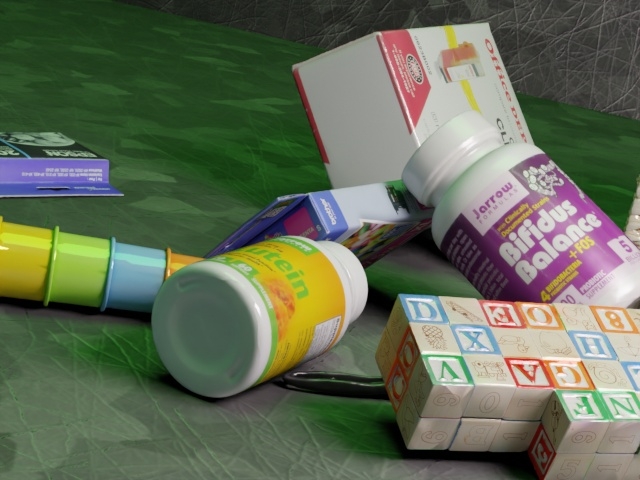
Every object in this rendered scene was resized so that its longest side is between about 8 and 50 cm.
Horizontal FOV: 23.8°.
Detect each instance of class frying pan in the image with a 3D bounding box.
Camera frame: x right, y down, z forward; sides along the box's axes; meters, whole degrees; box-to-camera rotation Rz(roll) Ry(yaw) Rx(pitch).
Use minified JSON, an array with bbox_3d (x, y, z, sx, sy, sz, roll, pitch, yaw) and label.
[{"bbox_3d":[0.140,0.145,1.620,0.326,0.053,0.197,16,16,9],"label":"frying pan"}]

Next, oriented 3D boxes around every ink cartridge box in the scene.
[{"bbox_3d":[0.000,0.000,1.822,0.311,0.186,0.065,-7,67,-52],"label":"ink cartridge box"},{"bbox_3d":[0.156,-0.164,2.238,0.160,0.279,0.385,-21,-1,31],"label":"ink cartridge box"},{"bbox_3d":[-0.418,-0.112,2.190,0.206,0.045,0.208,-2,21,-39],"label":"ink cartridge box"}]

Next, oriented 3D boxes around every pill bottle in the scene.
[{"bbox_3d":[0.237,-0.006,1.769,0.301,0.169,0.169,47,29,17],"label":"pill bottle"},{"bbox_3d":[-0.052,0.069,1.582,0.136,0.136,0.246,18,18,27],"label":"pill bottle"}]

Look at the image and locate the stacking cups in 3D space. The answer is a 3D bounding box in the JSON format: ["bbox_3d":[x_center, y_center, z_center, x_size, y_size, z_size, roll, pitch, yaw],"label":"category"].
[{"bbox_3d":[-0.206,0.042,1.683,0.316,0.096,0.096,9,15,-9],"label":"stacking cups"}]

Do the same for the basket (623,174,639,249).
[{"bbox_3d":[0.635,-0.069,2.248,0.328,0.266,0.331,15,19,15],"label":"basket"}]

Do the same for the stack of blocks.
[{"bbox_3d":[0.220,0.146,1.481,0.297,0.087,0.171,5,37,-20],"label":"stack of blocks"}]
